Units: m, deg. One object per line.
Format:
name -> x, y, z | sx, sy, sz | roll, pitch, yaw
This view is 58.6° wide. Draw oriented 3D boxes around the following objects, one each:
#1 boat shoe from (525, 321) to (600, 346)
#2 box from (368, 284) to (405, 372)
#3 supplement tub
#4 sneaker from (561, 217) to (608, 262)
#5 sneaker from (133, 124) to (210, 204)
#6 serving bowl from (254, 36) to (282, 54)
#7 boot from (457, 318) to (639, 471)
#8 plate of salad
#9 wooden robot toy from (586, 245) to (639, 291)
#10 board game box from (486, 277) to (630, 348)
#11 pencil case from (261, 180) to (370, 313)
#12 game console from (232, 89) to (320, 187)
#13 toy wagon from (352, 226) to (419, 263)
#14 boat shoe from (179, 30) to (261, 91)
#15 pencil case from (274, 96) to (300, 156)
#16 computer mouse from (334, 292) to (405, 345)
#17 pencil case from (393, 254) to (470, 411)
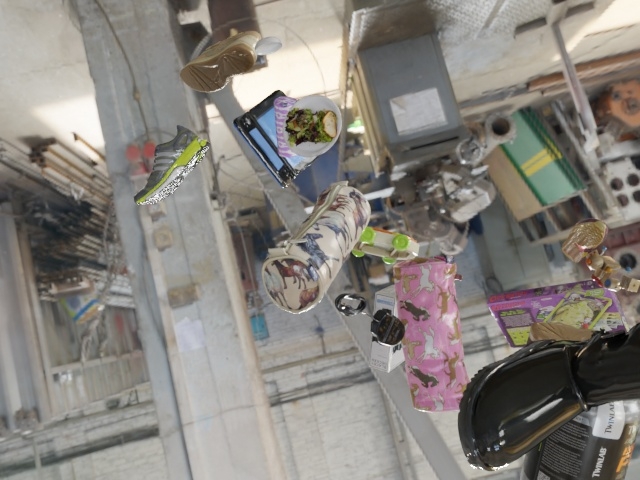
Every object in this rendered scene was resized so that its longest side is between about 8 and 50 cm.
boat shoe -> 0.634, 0.273, 1.381 | 0.285, 0.093, 0.103 | 13, -149, -3
box -> 0.263, 0.326, 2.133 | 0.087, 0.290, 0.169 | 10, -167, 29
supplement tub -> 0.544, 0.405, 1.190 | 0.193, 0.316, 0.193 | 7, -167, -2
sneaker -> 0.621, -0.018, 1.314 | 0.084, 0.069, 0.185 | -40, 163, -12
sneaker -> -0.484, -0.233, 1.795 | 0.300, 0.121, 0.111 | -46, 176, 2
serving bowl -> -0.152, -0.566, 1.645 | 0.083, 0.027, 0.083 | -16, 178, 0
boot -> 0.475, 0.219, 0.869 | 0.367, 0.146, 0.445 | -27, -176, -42
plate of salad -> -0.031, -0.356, 1.759 | 0.199, 0.200, 0.048 | -17, 168, 20
wooden robot toy -> 0.652, 0.068, 1.330 | 0.078, 0.076, 0.173 | 13, -154, -19
board game box -> 0.695, 0.222, 1.681 | 0.346, 0.208, 0.056 | -14, -143, 37
pencil case -> 0.000, 0.000, 1.492 | 0.159, 0.184, 0.410 | 8, -146, 21
game console -> -0.140, -0.367, 2.028 | 0.173, 0.293, 0.250 | -35, -168, 14
toy wagon -> 0.169, 0.006, 2.014 | 0.344, 0.068, 0.267 | 13, 168, 0
boat shoe -> -0.321, -0.580, 1.856 | 0.340, 0.110, 0.121 | -7, 141, 38
pencil case -> -0.106, -0.377, 1.894 | 0.088, 0.086, 0.206 | -2, 128, -2
computer mouse -> 0.109, 0.175, 1.286 | 0.242, 0.071, 0.041 | 36, 168, -38
pencil case -> 0.284, 0.232, 1.425 | 0.167, 0.387, 0.160 | -7, 178, 17
